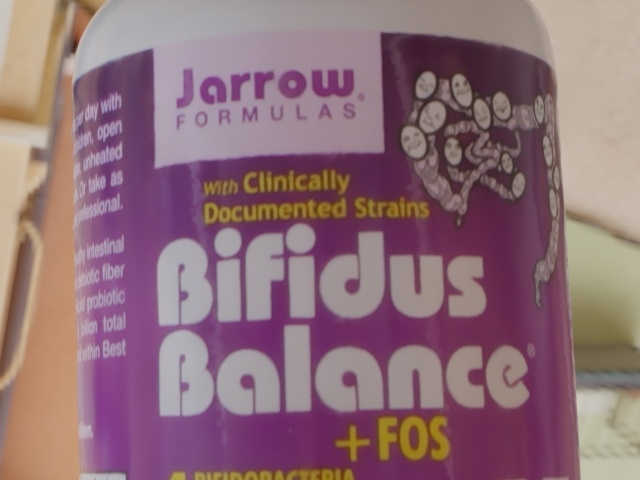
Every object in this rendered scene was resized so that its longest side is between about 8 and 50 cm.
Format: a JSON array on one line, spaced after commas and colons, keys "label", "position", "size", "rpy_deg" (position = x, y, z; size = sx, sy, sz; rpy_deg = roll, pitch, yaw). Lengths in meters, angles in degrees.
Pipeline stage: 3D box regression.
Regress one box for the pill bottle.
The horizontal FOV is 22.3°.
[{"label": "pill bottle", "position": [0.000, 0.000, 0.558], "size": [0.169, 0.302, 0.169], "rpy_deg": [-3, 173, 0]}]
